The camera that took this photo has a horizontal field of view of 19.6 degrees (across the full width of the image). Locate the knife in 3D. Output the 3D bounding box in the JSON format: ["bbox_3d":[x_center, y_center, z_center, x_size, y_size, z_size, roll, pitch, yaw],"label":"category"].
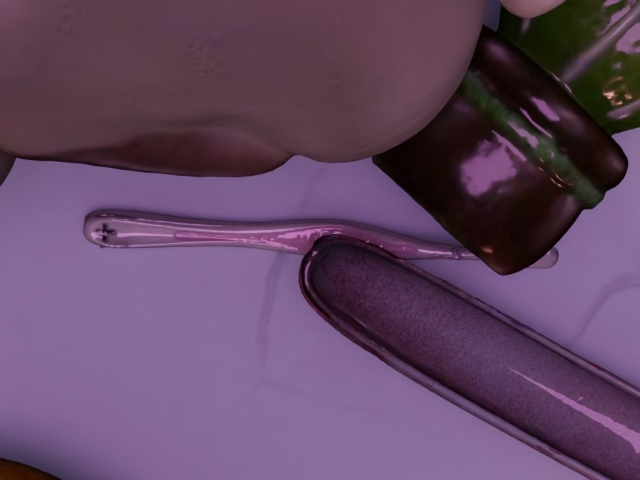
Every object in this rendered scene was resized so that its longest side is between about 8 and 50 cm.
[{"bbox_3d":[0.108,0.083,0.785,0.278,0.053,0.123,29,79,-4],"label":"knife"}]

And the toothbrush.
[{"bbox_3d":[0.000,0.000,0.793,0.204,0.022,0.017,3,101,0],"label":"toothbrush"}]

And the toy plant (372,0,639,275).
[{"bbox_3d":[0.100,-0.069,0.750,0.093,0.093,0.162,41,92,-5],"label":"toy plant"}]

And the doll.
[{"bbox_3d":[-0.103,-0.115,0.674,0.370,0.226,0.215,-12,87,6],"label":"doll"}]

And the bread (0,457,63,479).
[{"bbox_3d":[-0.100,0.183,0.787,0.344,0.084,0.124,34,74,-4],"label":"bread"}]
